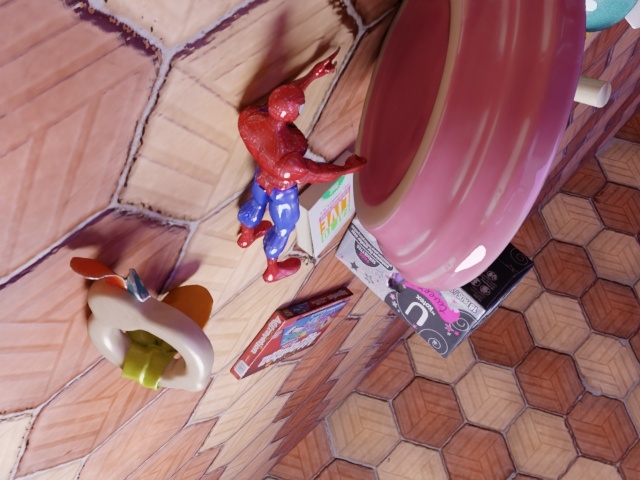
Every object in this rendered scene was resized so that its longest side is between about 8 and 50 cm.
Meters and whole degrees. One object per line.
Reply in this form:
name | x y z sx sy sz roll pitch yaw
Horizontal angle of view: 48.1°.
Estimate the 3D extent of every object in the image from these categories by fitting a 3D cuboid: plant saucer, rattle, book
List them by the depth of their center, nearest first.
plant saucer | 0.108 -0.123 0.651 0.332 0.084 0.332 -167 -90 -77
rattle | -0.151 0.044 0.680 0.142 0.130 0.199 -49 141 -32
book | 0.009 -0.047 0.935 0.096 0.035 0.144 -46 163 -16

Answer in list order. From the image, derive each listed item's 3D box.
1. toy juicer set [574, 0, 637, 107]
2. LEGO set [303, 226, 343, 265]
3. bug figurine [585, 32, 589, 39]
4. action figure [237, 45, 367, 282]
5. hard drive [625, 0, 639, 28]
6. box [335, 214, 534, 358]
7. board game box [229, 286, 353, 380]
toy juicer set | 0.318 -0.276 0.785 0.090 0.209 0.329 -20 146 -35
LEGO set | 0.000 0.000 1.019 0.083 0.023 0.054 -43 176 -48
bug figurine | 0.351 -0.346 0.975 0.216 0.072 0.279 -61 164 20
action figure | -0.015 -0.072 0.705 0.139 0.091 0.280 -34 161 -19
hard drive | 0.525 -0.420 1.037 0.203 0.040 0.307 -36 -165 32
box | 0.174 0.032 1.136 0.163 0.247 0.142 -32 157 -40
board game box | -0.043 0.162 1.294 0.145 0.027 0.281 -52 163 21
